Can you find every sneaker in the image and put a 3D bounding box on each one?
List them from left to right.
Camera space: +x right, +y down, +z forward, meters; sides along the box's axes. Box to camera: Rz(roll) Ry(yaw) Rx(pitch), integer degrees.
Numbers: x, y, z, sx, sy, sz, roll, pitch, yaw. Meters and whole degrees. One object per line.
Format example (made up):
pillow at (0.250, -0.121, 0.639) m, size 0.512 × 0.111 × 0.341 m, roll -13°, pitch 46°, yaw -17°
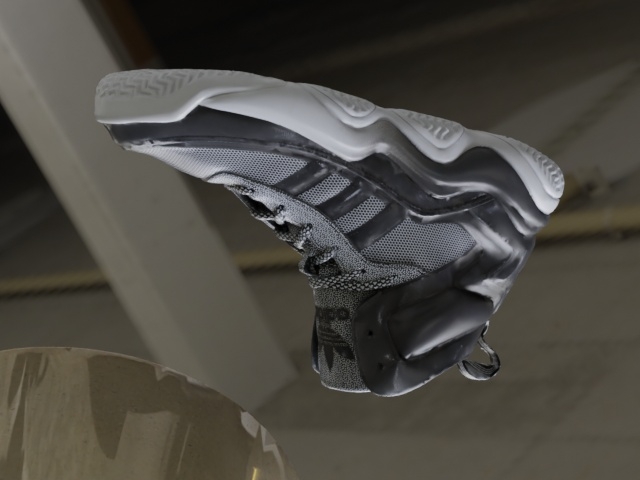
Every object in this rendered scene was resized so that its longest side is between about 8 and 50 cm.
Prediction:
sneaker at (0.000, 0.000, 0.910) m, size 0.268 × 0.153 × 0.101 m, roll 12°, pitch 180°, yaw -24°

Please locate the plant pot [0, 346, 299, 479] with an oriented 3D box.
plant pot at (-0.142, 0.240, 0.867) m, size 0.256 × 0.256 × 0.274 m, roll -23°, pitch -145°, yaw 21°
